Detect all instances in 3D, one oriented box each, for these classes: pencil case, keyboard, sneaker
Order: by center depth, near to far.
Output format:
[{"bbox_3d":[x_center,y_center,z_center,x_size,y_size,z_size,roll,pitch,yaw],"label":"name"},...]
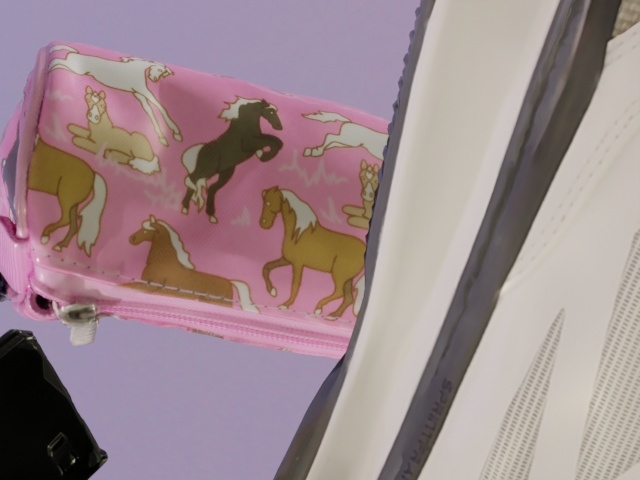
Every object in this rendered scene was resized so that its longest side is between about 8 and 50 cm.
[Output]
[{"bbox_3d":[0.122,0.111,0.399,0.169,0.257,0.447,-5,-69,-50],"label":"sneaker"},{"bbox_3d":[-0.161,0.124,0.483,0.192,0.038,0.100,-44,-57,-37],"label":"keyboard"},{"bbox_3d":[0.000,0.000,0.782,0.386,0.160,0.167,11,-86,-18],"label":"pencil case"}]
